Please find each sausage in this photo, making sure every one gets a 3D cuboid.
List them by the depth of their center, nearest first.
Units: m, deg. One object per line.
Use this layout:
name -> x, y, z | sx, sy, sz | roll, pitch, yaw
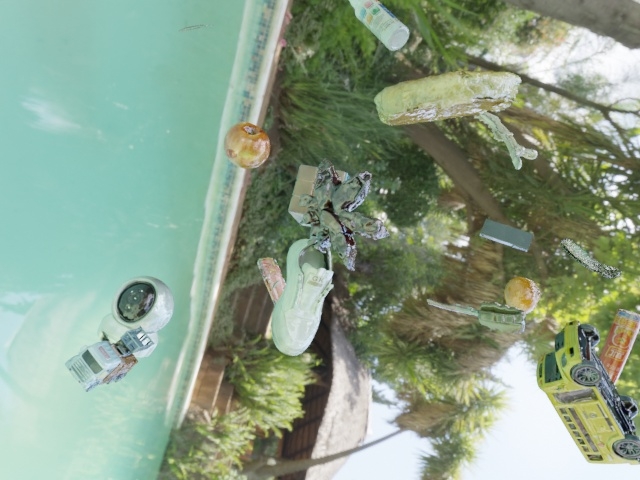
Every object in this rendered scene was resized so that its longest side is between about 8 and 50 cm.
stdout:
sausage -> 0.914, 0.347, 1.493 | 0.074, 0.074, 0.274 | -114, -139, -79

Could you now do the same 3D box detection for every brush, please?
brush -> 0.471, 0.221, 1.481 | 0.071, 0.301, 0.084 | -55, 141, -35

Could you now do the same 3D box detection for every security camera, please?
security camera -> -0.567, 0.226, 1.522 | 0.236, 0.194, 0.194 | -59, -172, 2

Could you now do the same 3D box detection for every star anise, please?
star anise -> 0.045, -0.058, 1.054 | 0.099, 0.220, 0.214 | -13, 136, -60

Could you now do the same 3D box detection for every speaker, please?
speaker -> 0.851, -0.024, 2.203 | 0.082, 0.218, 0.044 | -67, 160, -8

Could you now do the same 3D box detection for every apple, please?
apple -> -0.309, -0.401, 2.026 | 0.209, 0.209, 0.164 | -82, -161, -48

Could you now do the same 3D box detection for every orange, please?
orange -> 0.731, 0.197, 1.745 | 0.117, 0.135, 0.136 | -37, -151, 35

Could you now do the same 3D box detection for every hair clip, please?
hair clip -> 0.499, -0.291, 1.308 | 0.034, 0.072, 0.226 | 87, -23, -62

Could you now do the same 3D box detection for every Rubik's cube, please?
Rubik's cube -> 0.008, -0.180, 2.128 | 0.231, 0.221, 0.225 | 50, 53, -73

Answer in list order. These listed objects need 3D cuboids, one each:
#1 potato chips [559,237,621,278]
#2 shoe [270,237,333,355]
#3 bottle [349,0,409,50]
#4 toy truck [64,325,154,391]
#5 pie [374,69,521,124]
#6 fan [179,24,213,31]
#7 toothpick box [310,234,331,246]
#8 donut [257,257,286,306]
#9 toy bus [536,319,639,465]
potato chips -> 0.931, 0.066, 1.662 | 0.029, 0.219, 0.202 | -65, 171, 26
shoe -> -0.030, 0.119, 1.198 | 0.159, 0.124, 0.316 | -42, -143, 55
bottle -> 0.115, -0.509, 1.076 | 0.217, 0.060, 0.060 | 56, -36, 27
toy truck -> -0.452, 0.252, 1.042 | 0.115, 0.080, 0.178 | -41, 173, 0
pie -> 0.278, -0.318, 1.090 | 0.339, 0.339, 0.083 | -124, -151, -81
fan -> -0.263, -0.455, 1.025 | 0.060, 0.080, 0.003 | -132, -152, -66
toothpick box -> 0.000, 0.000, 1.982 | 0.052, 0.083, 0.052 | -178, -90, -84
donut -> -0.191, 0.186, 2.052 | 0.199, 0.085, 0.233 | -122, -168, -55
toy bus -> 0.602, 0.349, 1.091 | 0.151, 0.331, 0.145 | -25, -164, 36
